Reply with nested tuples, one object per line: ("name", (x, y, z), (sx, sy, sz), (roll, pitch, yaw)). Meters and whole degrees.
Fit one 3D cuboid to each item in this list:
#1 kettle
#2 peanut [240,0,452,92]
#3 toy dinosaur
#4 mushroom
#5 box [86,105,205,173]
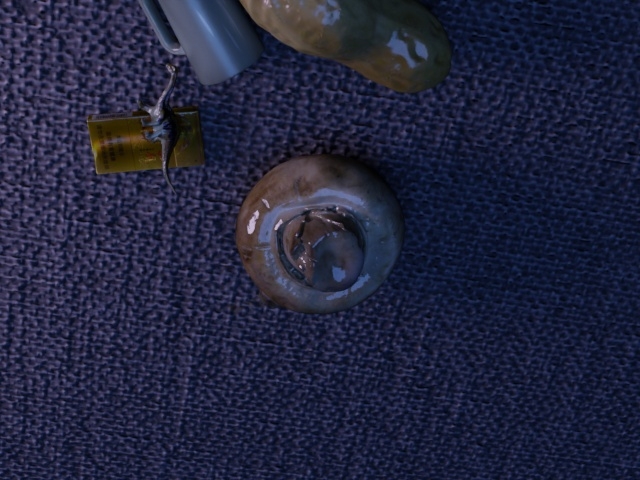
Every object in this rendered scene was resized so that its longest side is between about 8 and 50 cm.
("kettle", (-0.155, -0.291, 1.509), (0.098, 0.127, 0.148), (-39, 118, -17))
("peanut", (0.031, -0.283, 1.480), (0.318, 0.148, 0.147), (27, 117, -19))
("toy dinosaur", (-0.221, -0.153, 1.586), (0.058, 0.037, 0.180), (3, 119, 1))
("mushroom", (0.000, 0.000, 1.639), (0.254, 0.184, 0.255), (-9, 121, -15))
("box", (-0.244, -0.141, 1.627), (0.156, 0.022, 0.089), (-3, 123, -1))
